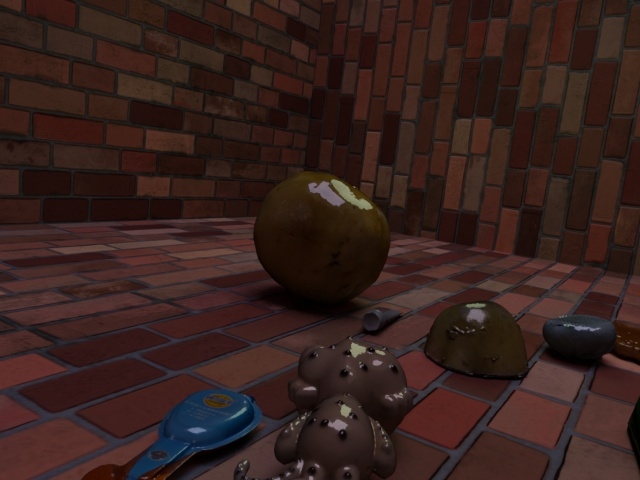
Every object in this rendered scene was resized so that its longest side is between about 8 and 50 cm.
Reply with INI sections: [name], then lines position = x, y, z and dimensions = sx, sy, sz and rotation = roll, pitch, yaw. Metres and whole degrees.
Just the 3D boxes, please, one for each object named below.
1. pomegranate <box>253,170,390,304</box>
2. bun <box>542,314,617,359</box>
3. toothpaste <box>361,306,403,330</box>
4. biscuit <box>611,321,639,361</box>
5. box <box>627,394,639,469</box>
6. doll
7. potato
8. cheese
[pomegranate]
position = 0.000, 0.000, 1.260
dimensions = 0.333, 0.332, 0.332
rotation = 6, 8, -1
[bun]
position = 0.524, 0.199, 1.071
dimensions = 0.141, 0.083, 0.141
rotation = -1, 2, 0
[toothpaste]
position = 0.132, 0.164, 1.153
dimensions = 0.067, 0.042, 0.194
rotation = 7, 2, 19
[biscuit]
position = 0.699, 0.231, 1.119
dimensions = 0.183, 0.043, 0.280
rotation = 3, 13, -2
[box]
position = 0.440, 0.215, 0.628
dimensions = 0.071, 0.159, 0.240
rotation = 18, 11, 21
[doll]
position = 0.018, 0.202, 0.586
dimensions = 0.154, 0.119, 0.278
rotation = 8, 18, 16
[potato]
position = 0.299, 0.170, 0.983
dimensions = 0.202, 0.117, 0.182
rotation = 4, 6, -11
[cheese]
position = -0.146, 0.216, 0.575
dimensions = 0.106, 0.037, 0.256
rotation = 8, 10, 20
